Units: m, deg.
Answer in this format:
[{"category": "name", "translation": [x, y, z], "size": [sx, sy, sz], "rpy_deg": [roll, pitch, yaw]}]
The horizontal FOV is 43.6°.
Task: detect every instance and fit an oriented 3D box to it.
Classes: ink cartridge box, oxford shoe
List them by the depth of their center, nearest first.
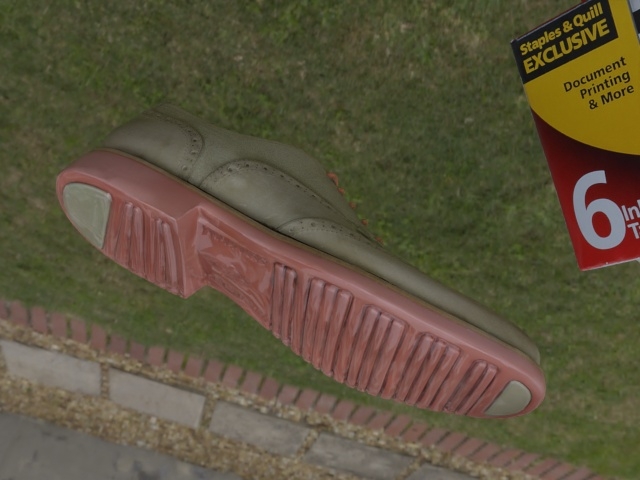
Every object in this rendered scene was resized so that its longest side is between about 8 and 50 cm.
[{"category": "ink cartridge box", "translation": [0.308, -0.147, 0.578], "size": [0.130, 0.272, 0.309], "rpy_deg": [-12, 174, -39]}, {"category": "oxford shoe", "translation": [0.000, 0.000, 0.618], "size": [0.397, 0.146, 0.140], "rpy_deg": [28, 145, 6]}]

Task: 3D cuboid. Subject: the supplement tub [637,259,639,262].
[{"category": "supplement tub", "translation": [0.464, 0.023, 0.723], "size": [0.316, 0.228, 0.228], "rpy_deg": [43, 162, 34]}]
